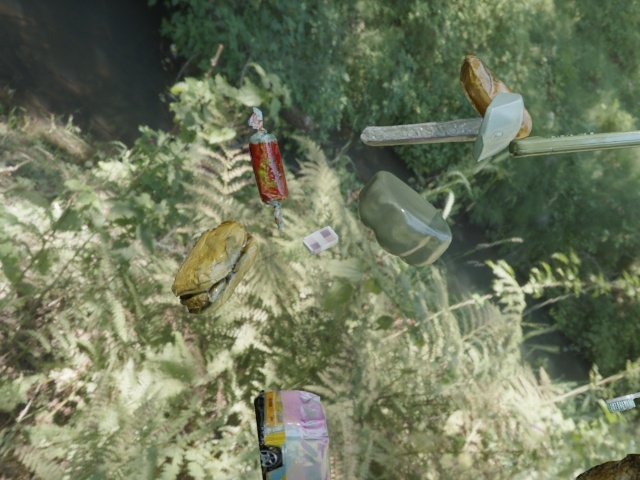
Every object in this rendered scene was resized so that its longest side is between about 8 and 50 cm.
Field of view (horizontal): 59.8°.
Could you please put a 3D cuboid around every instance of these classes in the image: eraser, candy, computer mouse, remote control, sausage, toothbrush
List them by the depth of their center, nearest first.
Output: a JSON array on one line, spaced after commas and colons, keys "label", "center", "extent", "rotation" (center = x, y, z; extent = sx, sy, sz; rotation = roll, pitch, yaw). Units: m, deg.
[{"label": "toothbrush", "center": [0.631, 0.260, 0.947], "extent": [0.021, 0.269, 0.027], "rotation": [28, 50, -59]}, {"label": "remote control", "center": [0.482, -0.184, 1.056], "extent": [0.098, 0.233, 0.038], "rotation": [-48, 134, -76]}, {"label": "computer mouse", "center": [0.396, -0.254, 1.226], "extent": [0.079, 0.128, 0.231], "rotation": [21, 38, 20]}, {"label": "candy", "center": [-0.119, -0.165, 1.295], "extent": [0.086, 0.059, 0.292], "rotation": [-49, 128, -70]}, {"label": "sausage", "center": [0.507, -0.424, 1.653], "extent": [0.354, 0.116, 0.134], "rotation": [32, 54, -36]}, {"label": "eraser", "center": [0.000, 0.000, 1.787], "extent": [0.105, 0.026, 0.065], "rotation": [-28, 60, -21]}]

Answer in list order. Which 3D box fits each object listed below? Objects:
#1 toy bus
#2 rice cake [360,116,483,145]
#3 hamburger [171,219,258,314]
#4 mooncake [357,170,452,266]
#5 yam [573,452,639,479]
[{"label": "toy bus", "center": [-0.059, 0.520, 1.289], "extent": [0.171, 0.162, 0.386], "rotation": [-113, -161, -65]}, {"label": "rice cake", "center": [0.323, -0.335, 1.727], "extent": [0.070, 0.399, 0.064], "rotation": [22, 69, -70]}, {"label": "hamburger", "center": [-0.305, 0.084, 1.610], "extent": [0.144, 0.259, 0.283], "rotation": [49, 58, -27]}, {"label": "mooncake", "center": [0.211, -0.054, 1.455], "extent": [0.275, 0.135, 0.275], "rotation": [35, 24, -18]}, {"label": "yam", "center": [0.324, 0.322, 0.484], "extent": [0.280, 0.131, 0.131], "rotation": [53, 30, -6]}]
